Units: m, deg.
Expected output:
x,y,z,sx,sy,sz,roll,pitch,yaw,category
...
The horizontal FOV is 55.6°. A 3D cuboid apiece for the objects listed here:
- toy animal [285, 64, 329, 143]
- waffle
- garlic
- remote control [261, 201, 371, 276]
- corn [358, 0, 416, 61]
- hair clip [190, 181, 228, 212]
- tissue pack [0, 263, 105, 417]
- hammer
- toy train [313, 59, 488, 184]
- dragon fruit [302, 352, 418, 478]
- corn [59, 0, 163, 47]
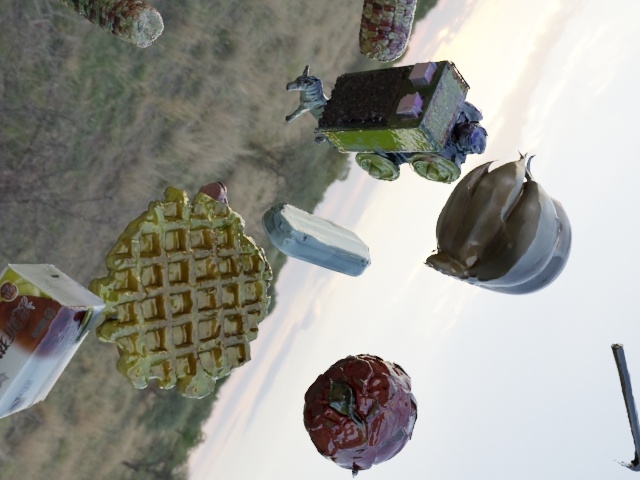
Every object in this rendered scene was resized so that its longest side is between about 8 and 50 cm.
x,y,z,sx,sy,sz,roll,pitch,yaw,category
0.001,-0.326,1.497,0.176,0.217,0.073,-28,-144,58,toy animal
-0.198,0.085,0.935,0.068,0.302,0.325,-3,-133,41,waffle
0.345,-0.017,1.139,0.292,0.237,0.210,-48,151,11,garlic
0.000,0.000,1.083,0.052,0.247,0.104,-43,-131,27,remote control
0.129,-0.462,1.072,0.098,0.098,0.290,-66,166,-56,corn
-0.217,-0.041,1.128,0.123,0.138,0.102,-17,174,37,hair clip
-0.339,0.112,0.696,0.149,0.099,0.106,-56,175,0,tissue pack
0.664,0.357,1.301,0.125,0.297,0.027,-18,-169,-19,hammer
0.126,-0.180,0.936,0.261,0.177,0.134,7,-114,45,toy train
0.096,0.366,1.312,0.299,0.244,0.244,-1,132,-43,dragon fruit
-0.404,-0.440,1.129,0.086,0.253,0.086,-51,162,-25,corn
